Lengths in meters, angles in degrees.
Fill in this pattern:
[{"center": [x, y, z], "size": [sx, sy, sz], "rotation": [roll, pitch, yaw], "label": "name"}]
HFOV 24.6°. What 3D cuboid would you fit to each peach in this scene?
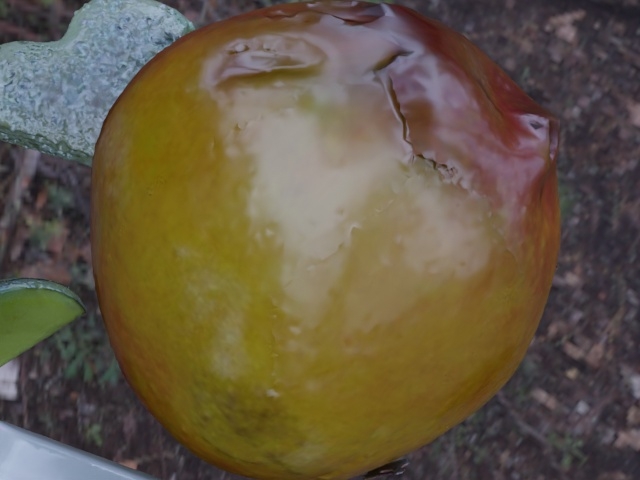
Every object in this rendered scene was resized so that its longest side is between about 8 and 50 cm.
[{"center": [0.001, -0.001, 1.057], "size": [0.372, 0.373, 0.290], "rotation": [39, 34, 14], "label": "peach"}]

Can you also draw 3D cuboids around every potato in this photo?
[{"center": [-0.345, 0.081, 1.513], "size": [0.198, 0.119, 0.054], "rotation": [-23, 48, -16], "label": "potato"}]

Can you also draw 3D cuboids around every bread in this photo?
[{"center": [-0.209, -0.128, 1.306], "size": [0.232, 0.064, 0.172], "rotation": [-24, 78, -10], "label": "bread"}]

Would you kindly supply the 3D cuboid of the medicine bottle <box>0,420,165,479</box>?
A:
[{"center": [-0.131, 0.259, 1.170], "size": [0.324, 0.179, 0.124], "rotation": [17, 56, 20], "label": "medicine bottle"}]
